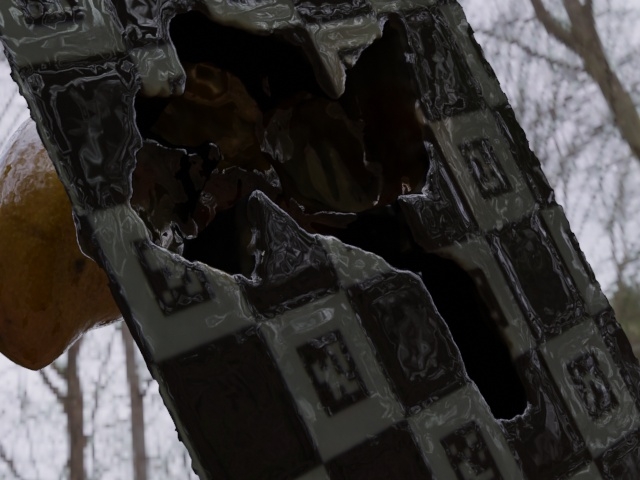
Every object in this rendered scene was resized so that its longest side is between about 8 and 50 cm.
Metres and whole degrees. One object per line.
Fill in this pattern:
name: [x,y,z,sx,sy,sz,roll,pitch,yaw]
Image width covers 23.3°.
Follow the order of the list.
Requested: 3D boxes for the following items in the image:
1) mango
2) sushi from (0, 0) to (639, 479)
mango: [-0.155,-0.013,1.041,0.109,0.262,0.157,-5,-64,8]
sushi: [0.000,0.000,0.722,0.064,0.359,0.343,-30,-6,36]
